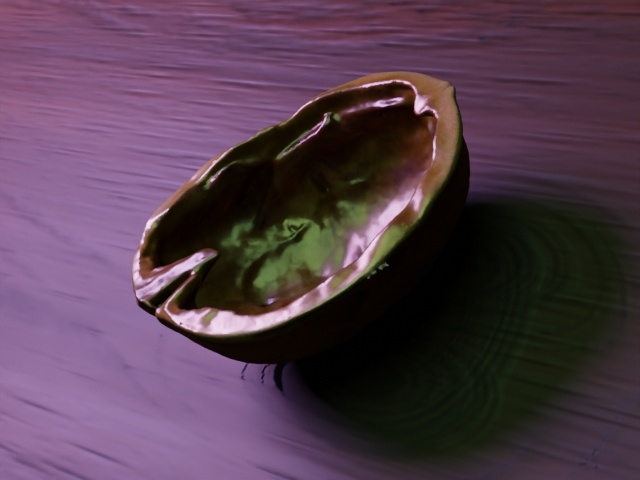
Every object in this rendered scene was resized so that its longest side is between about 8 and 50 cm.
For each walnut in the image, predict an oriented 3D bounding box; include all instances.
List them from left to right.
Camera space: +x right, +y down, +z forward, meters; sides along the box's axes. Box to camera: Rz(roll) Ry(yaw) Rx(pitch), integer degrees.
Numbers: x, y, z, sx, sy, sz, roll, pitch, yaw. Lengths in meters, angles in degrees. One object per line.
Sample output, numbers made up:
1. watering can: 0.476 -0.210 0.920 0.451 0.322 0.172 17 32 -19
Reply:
1. walnut: 0.002 0.000 0.658 0.211 0.087 0.167 -32 37 4
